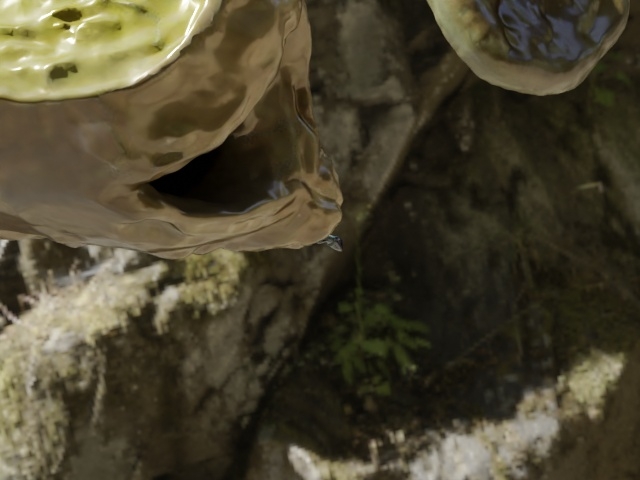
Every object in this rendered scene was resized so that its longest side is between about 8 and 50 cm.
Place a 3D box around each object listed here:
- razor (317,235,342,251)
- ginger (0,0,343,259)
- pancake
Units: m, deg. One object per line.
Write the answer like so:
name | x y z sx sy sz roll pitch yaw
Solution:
razor | 0.004 0.000 1.694 0.028 0.044 0.154 -4 -10 29
ginger | -0.120 -0.055 0.458 0.276 0.130 0.221 16 -29 6
pancake | 0.180 -0.274 0.994 0.294 0.294 0.049 -18 -7 -39
